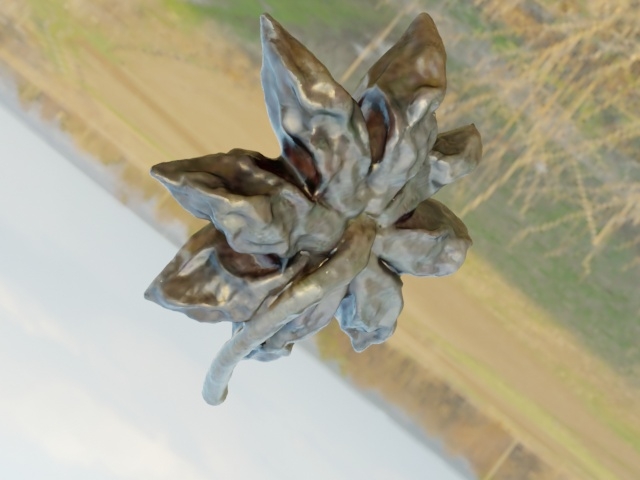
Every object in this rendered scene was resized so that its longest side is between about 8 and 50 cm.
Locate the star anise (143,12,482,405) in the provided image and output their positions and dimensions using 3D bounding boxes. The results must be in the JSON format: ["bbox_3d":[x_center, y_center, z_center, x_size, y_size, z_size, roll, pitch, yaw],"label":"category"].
[{"bbox_3d":[0.000,0.000,0.673,0.230,0.262,0.081,10,-154,-46],"label":"star anise"}]
